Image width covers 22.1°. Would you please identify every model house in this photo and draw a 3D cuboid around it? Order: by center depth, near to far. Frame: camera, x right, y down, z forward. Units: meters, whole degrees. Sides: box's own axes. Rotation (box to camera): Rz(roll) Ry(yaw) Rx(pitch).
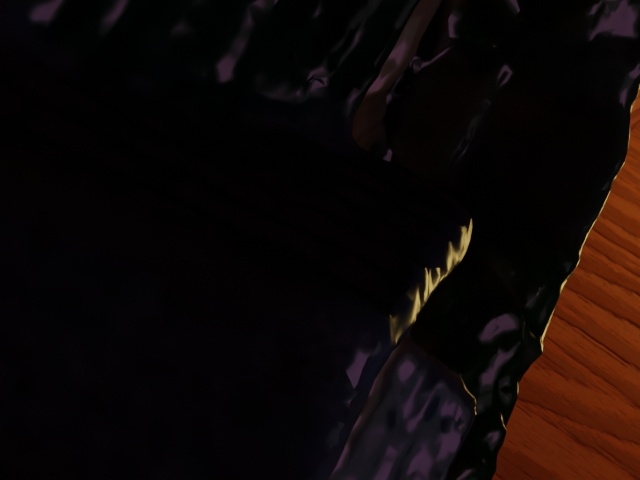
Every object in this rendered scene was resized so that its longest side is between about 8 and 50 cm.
[{"bbox_3d":[-0.053,-0.055,0.567,0.382,0.334,0.342,-62,171,-17],"label":"model house"}]
